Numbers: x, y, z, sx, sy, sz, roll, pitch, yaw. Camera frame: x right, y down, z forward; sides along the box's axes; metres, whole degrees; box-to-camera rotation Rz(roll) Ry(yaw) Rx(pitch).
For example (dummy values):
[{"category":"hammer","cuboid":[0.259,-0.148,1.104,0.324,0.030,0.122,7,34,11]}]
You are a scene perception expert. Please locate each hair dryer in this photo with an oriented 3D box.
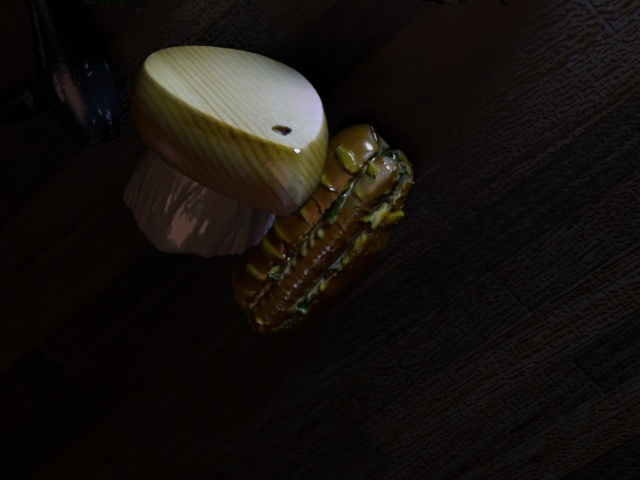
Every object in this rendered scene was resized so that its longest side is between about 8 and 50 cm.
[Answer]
[{"category":"hair dryer","cuboid":[-0.318,-0.171,1.199,0.219,0.075,0.196,-14,103,29]}]

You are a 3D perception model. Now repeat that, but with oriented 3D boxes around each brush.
[{"category":"brush","cuboid":[-0.083,-0.064,1.074,0.174,0.267,0.166,-1,117,-25]}]

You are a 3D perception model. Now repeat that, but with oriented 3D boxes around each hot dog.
[{"category":"hot dog","cuboid":[0.000,0.000,1.194,0.115,0.072,0.269,29,120,-10]}]

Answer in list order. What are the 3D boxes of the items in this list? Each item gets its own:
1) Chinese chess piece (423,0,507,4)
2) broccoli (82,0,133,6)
[{"category":"Chinese chess piece","cuboid":[0.134,-0.317,0.978,0.237,0.092,0.238,6,118,11]},{"category":"broccoli","cuboid":[-0.190,-0.334,1.005,0.254,0.269,0.269,-1,127,-34]}]
